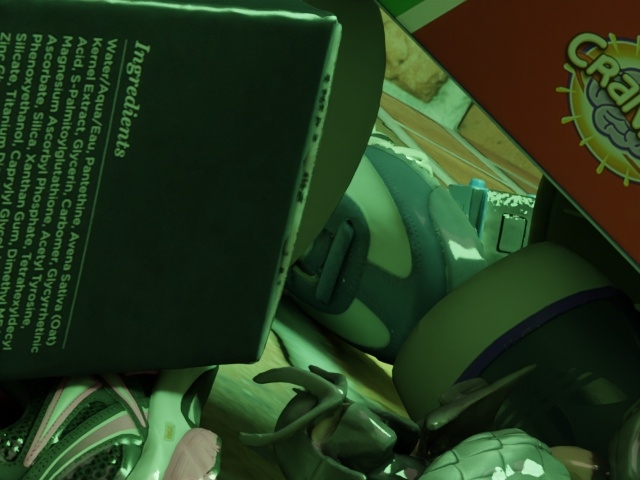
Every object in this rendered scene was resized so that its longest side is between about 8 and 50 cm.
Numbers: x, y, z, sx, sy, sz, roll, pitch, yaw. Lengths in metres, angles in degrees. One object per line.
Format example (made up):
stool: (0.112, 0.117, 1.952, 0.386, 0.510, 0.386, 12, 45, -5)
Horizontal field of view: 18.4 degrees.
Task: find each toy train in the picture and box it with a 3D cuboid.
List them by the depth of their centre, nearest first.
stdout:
toy train: (0.168, 0.002, 1.520, 0.184, 0.080, 0.105, 12, 0, -17)

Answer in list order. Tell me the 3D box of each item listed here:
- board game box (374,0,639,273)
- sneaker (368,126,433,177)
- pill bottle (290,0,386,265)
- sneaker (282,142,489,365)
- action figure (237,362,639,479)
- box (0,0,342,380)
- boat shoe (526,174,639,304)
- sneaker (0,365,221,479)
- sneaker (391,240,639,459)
board game box: (0.082, -0.073, 0.719, 0.316, 0.064, 0.242, 45, 8, -1)
sneaker: (0.037, -0.013, 1.228, 0.090, 0.095, 0.235, 27, 11, -33)
pill bottle: (-0.159, -0.110, 0.728, 0.361, 0.204, 0.204, 28, 8, -37)
sneaker: (-0.046, -0.025, 1.067, 0.131, 0.112, 0.319, -5, 31, -41)
action figure: (0.094, 0.113, 0.553, 0.285, 0.099, 0.185, 33, 48, 19)
box: (-0.124, -0.037, 0.541, 0.207, 0.108, 0.153, 0, 21, -40)
boat shoe: (0.157, -0.015, 0.949, 0.110, 0.307, 0.104, 31, 47, 2)
sneaker: (-0.073, 0.052, 0.572, 0.077, 0.072, 0.178, 19, 5, -8)
sneaker: (0.161, 0.137, 0.778, 0.236, 0.130, 0.323, 51, 7, 25)
